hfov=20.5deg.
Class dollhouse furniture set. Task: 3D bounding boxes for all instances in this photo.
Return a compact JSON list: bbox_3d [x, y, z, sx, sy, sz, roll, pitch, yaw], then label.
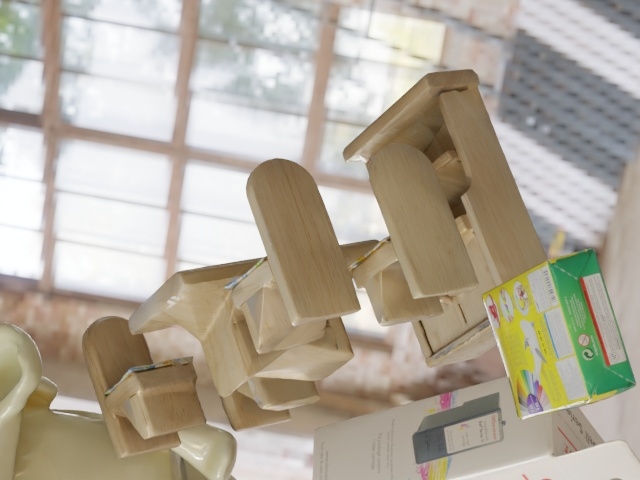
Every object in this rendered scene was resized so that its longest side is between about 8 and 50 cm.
[{"bbox_3d":[0.000,0.000,1.697,0.362,0.394,0.256,-41,64,51],"label":"dollhouse furniture set"}]

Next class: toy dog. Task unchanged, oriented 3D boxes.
[{"bbox_3d":[-0.248,0.295,1.826,0.395,0.408,0.285,-23,60,39],"label":"toy dog"}]

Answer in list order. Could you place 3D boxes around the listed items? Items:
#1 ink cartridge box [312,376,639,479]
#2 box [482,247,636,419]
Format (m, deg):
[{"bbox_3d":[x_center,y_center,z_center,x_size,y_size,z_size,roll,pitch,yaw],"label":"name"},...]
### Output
[{"bbox_3d":[0.191,0.255,1.895,0.207,0.353,0.119,51,-148,-42],"label":"ink cartridge box"},{"bbox_3d":[0.169,0.074,1.309,0.179,0.043,0.105,143,112,-73],"label":"box"}]
